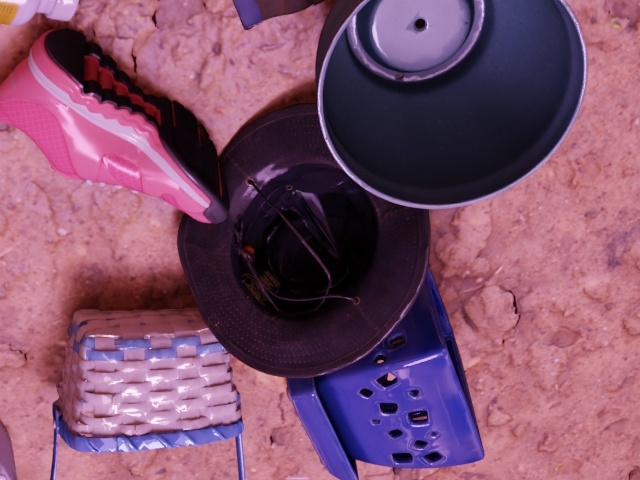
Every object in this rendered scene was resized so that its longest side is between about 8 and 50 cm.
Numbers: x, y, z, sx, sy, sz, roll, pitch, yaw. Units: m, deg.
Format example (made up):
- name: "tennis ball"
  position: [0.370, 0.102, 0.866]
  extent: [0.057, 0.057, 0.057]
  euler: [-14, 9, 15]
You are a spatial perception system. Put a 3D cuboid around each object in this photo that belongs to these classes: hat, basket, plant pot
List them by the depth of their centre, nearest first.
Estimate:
- name: "plant pot"
  position: [0.125, -0.209, 1.699]
  extent: [0.293, 0.196, 0.293]
  euler: [-5, 122, -8]
- name: "hat"
  position: [0.000, 0.000, 1.865]
  extent: [0.331, 0.331, 0.134]
  euler: [-42, 167, 18]
- name: "basket"
  position: [-0.214, 0.231, 1.950]
  extent: [0.255, 0.201, 0.288]
  euler: [0, 98, -18]
- name: "plant pot"
  position: [0.070, 0.161, 1.996]
  extent: [0.212, 0.236, 0.236]
  euler: [-18, 133, 7]

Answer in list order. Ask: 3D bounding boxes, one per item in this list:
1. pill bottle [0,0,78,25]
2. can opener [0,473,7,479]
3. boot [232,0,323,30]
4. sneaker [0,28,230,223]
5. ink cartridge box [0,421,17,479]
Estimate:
- name: "pill bottle"
  position: [-0.340, -0.275, 1.561]
  extent: [0.184, 0.103, 0.103]
  euler: [8, 126, -24]
- name: "can opener"
  position: [-0.508, 0.308, 1.848]
  extent: [0.284, 0.095, 0.076]
  euler: [12, 124, -27]
- name: "boot"
  position: [-0.072, -0.314, 1.633]
  extent: [0.106, 0.082, 0.219]
  euler: [-28, 134, 3]
- name: "sneaker"
  position: [-0.235, -0.111, 1.753]
  extent: [0.136, 0.116, 0.314]
  euler: [-34, 125, 25]
- name: "ink cartridge box"
  position: [-0.525, 0.238, 1.929]
  extent: [0.201, 0.117, 0.278]
  euler: [-20, 132, -1]
